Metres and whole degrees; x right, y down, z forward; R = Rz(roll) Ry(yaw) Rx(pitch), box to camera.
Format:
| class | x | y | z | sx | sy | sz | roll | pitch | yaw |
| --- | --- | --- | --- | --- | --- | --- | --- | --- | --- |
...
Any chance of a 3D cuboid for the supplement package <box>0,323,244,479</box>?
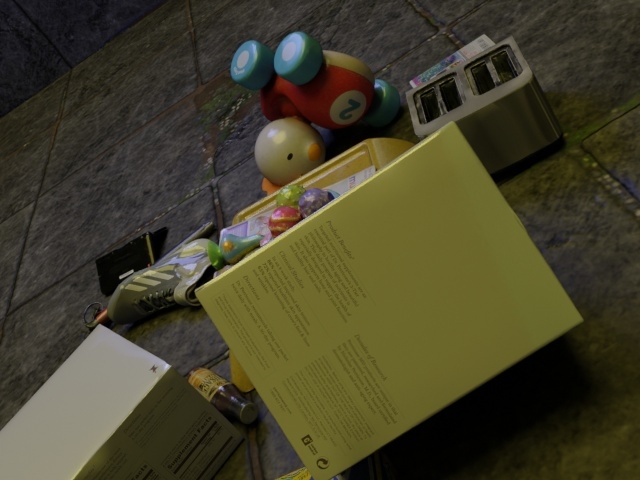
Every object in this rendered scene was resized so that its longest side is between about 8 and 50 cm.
| class | x | y | z | sx | sy | sz | roll | pitch | yaw |
| --- | --- | --- | --- | --- | --- | --- | --- | --- | --- |
| supplement package | -0.262 | 0.258 | 0.904 | 0.262 | 0.145 | 0.204 | -49 | 34 | -20 |

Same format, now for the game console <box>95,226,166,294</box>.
| class | x | y | z | sx | sy | sz | roll | pitch | yaw |
| --- | --- | --- | --- | --- | --- | --- | --- | --- | --- |
| game console | -0.328 | 0.035 | 1.388 | 0.122 | 0.071 | 0.107 | -27 | 63 | 17 |

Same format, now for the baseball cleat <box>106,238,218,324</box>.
| class | x | y | z | sx | sy | sz | roll | pitch | yaw |
| --- | --- | --- | --- | --- | --- | --- | --- | --- | --- |
| baseball cleat | -0.238 | 0.077 | 1.190 | 0.206 | 0.072 | 0.109 | -38 | 38 | 6 |

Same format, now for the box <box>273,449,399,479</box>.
| class | x | y | z | sx | sy | sz | roll | pitch | yaw |
| --- | --- | --- | --- | --- | --- | --- | --- | --- | --- |
| box | -0.008 | 0.255 | 0.745 | 0.168 | 0.054 | 0.059 | -27 | 33 | 15 |

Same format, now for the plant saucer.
| class | x | y | z | sx | sy | sz | roll | pitch | yaw |
| --- | --- | --- | --- | --- | --- | --- | --- | --- | --- |
| plant saucer | 0.000 | 0.000 | 1.047 | 0.332 | 0.081 | 0.333 | -29 | 32 | 13 |

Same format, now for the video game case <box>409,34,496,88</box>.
| class | x | y | z | sx | sy | sz | roll | pitch | yaw |
| --- | --- | --- | --- | --- | --- | --- | --- | --- | --- |
| video game case | 0.221 | -0.252 | 1.216 | 0.143 | 0.019 | 0.157 | -32 | 33 | 9 |

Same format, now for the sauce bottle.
| class | x | y | z | sx | sy | sz | roll | pitch | yaw |
| --- | --- | --- | --- | --- | --- | --- | --- | --- | --- |
| sauce bottle | -0.119 | 0.189 | 0.953 | 0.128 | 0.042 | 0.042 | 12 | 56 | 50 |

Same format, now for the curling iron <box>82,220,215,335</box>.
| class | x | y | z | sx | sy | sz | roll | pitch | yaw |
| --- | --- | --- | --- | --- | --- | --- | --- | --- | --- |
| curling iron | -0.286 | 0.056 | 1.295 | 0.274 | 0.035 | 0.068 | -41 | 32 | -6 |

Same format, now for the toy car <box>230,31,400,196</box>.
| class | x | y | z | sx | sy | sz | roll | pitch | yaw |
| --- | --- | --- | --- | --- | --- | --- | --- | --- | --- |
| toy car | -0.025 | -0.166 | 1.229 | 0.210 | 0.219 | 0.238 | 6 | 80 | 47 |

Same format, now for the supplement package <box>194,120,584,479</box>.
| class | x | y | z | sx | sy | sz | roll | pitch | yaw |
| --- | --- | --- | --- | --- | --- | --- | --- | --- | --- |
| supplement package | 0.063 | 0.051 | 0.740 | 0.262 | 0.199 | 0.198 | -33 | -2 | 6 |

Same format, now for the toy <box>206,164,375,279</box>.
| class | x | y | z | sx | sy | sz | roll | pitch | yaw |
| --- | --- | --- | --- | --- | --- | --- | --- | --- | --- |
| toy | -0.043 | -0.027 | 0.995 | 0.237 | 0.056 | 0.137 | -25 | 35 | 18 |

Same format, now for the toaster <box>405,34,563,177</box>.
| class | x | y | z | sx | sy | sz | roll | pitch | yaw |
| --- | --- | --- | --- | --- | --- | --- | --- | --- | --- |
| toaster | 0.209 | -0.160 | 1.020 | 0.168 | 0.110 | 0.186 | -26 | 33 | 18 |
